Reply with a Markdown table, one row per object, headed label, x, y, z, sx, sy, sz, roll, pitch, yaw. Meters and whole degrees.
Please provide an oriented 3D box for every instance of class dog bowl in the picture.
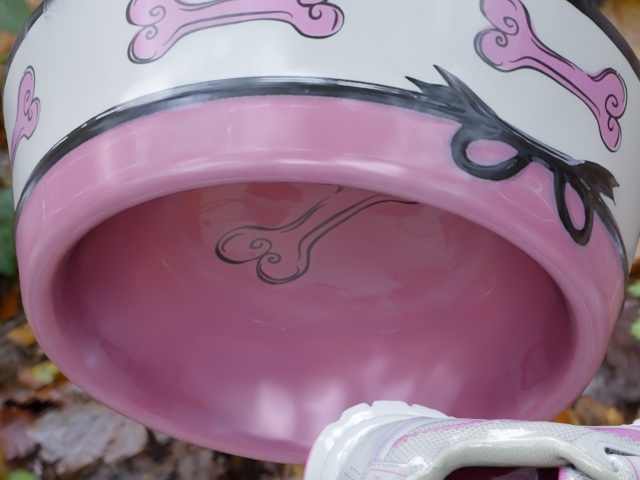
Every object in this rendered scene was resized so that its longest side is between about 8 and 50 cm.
| label | x | y | z | sx | sy | sz | roll | pitch | yaw |
| --- | --- | --- | --- | --- | --- | --- | --- | --- | --- |
| dog bowl | 0.000 | 0.000 | 0.908 | 0.408 | 0.408 | 0.150 | -5 | 55 | 14 |

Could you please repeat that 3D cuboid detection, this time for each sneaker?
| label | x | y | z | sx | sy | sz | roll | pitch | yaw |
| --- | --- | --- | --- | --- | --- | --- | --- | --- | --- |
| sneaker | 0.122 | 0.129 | 0.662 | 0.252 | 0.102 | 0.111 | 3 | 0 | -7 |
